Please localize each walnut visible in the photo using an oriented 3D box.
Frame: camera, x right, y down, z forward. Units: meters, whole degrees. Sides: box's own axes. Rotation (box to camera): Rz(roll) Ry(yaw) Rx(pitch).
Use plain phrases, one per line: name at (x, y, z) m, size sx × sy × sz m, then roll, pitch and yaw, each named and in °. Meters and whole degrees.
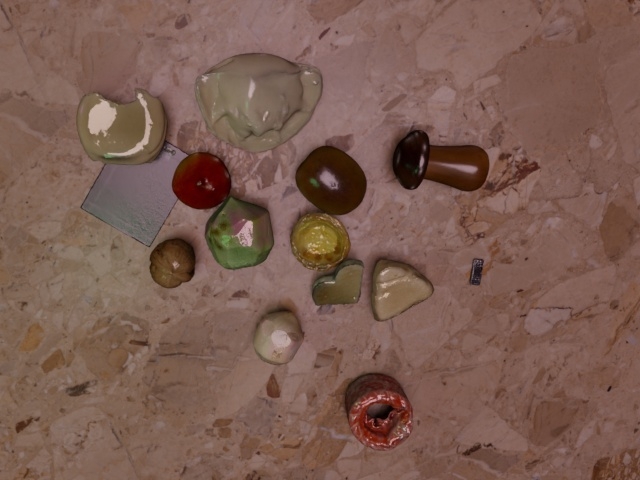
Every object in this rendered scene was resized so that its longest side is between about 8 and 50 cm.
walnut at (-0.474, 0.075, 1.741) m, size 0.155 × 0.184 × 0.155 m, roll -2°, pitch 106°, yaw -7°

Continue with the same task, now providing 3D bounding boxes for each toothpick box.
toothpick box at (0.382, -0.250, 1.751) m, size 0.294 × 0.192 × 0.192 m, roll 6°, pitch 100°, yaw -12°

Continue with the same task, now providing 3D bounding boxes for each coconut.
coconut at (-0.137, 0.323, 1.823) m, size 0.171 × 0.171 × 0.183 m, roll 24°, pitch 106°, yaw -9°
coconut at (-0.257, -0.030, 1.730) m, size 0.204 × 0.236 × 0.236 m, roll -25°, pitch 104°, yaw -35°

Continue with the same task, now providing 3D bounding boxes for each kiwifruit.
kiwifruit at (0.039, -0.186, 1.730) m, size 0.196 × 0.196 × 0.234 m, roll -45°, pitch 107°, yaw 5°

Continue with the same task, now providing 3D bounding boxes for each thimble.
thimble at (0.205, 0.605, 1.907) m, size 0.239 × 0.162 × 0.239 m, roll -1°, pitch 100°, yaw -4°

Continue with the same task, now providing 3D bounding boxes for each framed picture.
framed picture at (-0.590, -0.182, 1.768) m, size 0.255 × 0.014 × 0.339 m, roll 31°, pitch 97°, yaw -10°

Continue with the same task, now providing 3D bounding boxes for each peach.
peach at (-0.368, -0.184, 1.691) m, size 0.197 × 0.197 × 0.197 m, roll -1°, pitch 101°, yaw -4°

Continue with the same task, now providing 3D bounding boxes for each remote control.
remote control at (0.554, 0.112, 1.916) m, size 0.039 × 0.014 × 0.096 m, roll 6°, pitch 99°, yaw -6°

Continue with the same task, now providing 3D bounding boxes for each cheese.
cheese at (-0.609, -0.352, 1.661) m, size 0.266 × 0.127 × 0.233 m, roll 5°, pitch 101°, yaw -7°

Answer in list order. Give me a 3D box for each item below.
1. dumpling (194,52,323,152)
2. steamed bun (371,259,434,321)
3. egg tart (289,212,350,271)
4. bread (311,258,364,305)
dumpling at (-0.184, -0.424, 1.688) m, size 0.395 × 0.233 × 0.315 m, roll -15°, pitch 134°, yaw -15°
steamed bun at (0.254, 0.144, 1.850) m, size 0.231 × 0.110 × 0.212 m, roll -26°, pitch 119°, yaw -2°
egg tart at (-0.001, 0.000, 1.800) m, size 0.212 × 0.090 × 0.213 m, roll 1°, pitch 113°, yaw 2°
bread at (0.081, 0.150, 1.841) m, size 0.172 × 0.064 × 0.232 m, roll 37°, pitch 117°, yaw -28°
